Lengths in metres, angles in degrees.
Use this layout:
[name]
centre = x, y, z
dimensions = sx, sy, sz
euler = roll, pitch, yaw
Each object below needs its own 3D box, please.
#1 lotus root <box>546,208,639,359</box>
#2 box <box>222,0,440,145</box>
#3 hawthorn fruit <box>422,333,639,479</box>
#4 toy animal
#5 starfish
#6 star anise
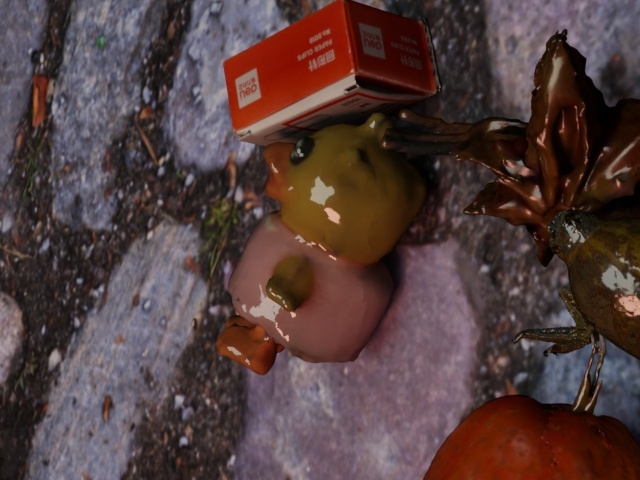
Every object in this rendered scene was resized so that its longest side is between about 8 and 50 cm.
[lotus root]
centre = 0.278, 0.044, 1.319
dimensions = 0.209, 0.120, 0.120
euler = 33, 111, 3
[box]
centre = 0.010, -0.163, 1.613
dimensions = 0.182, 0.133, 0.099
euler = -21, 72, 38
[hawthorn fruit]
centre = 0.194, 0.221, 1.357
dimensions = 0.211, 0.211, 0.299
euler = 24, 91, 42
[toy animal]
centre = 0.005, 0.000, 1.586
dimensions = 0.169, 0.195, 0.281
euler = 17, 104, 3
[starfish]
centre = 0.229, 0.078, 1.404
dimensions = 0.041, 0.130, 0.133
euler = 49, 131, -9
[star anise]
centre = 0.196, -0.087, 1.417
dimensions = 0.346, 0.148, 0.237
euler = 1, 128, 42
